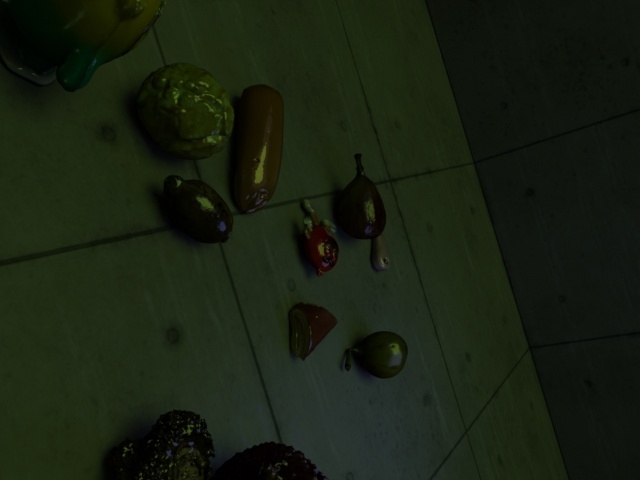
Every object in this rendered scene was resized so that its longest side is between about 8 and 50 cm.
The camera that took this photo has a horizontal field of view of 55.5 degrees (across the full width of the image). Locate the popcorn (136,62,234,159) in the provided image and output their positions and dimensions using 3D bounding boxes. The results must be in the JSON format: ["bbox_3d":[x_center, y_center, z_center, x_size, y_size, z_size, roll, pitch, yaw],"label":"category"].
[{"bbox_3d":[-0.294,-0.283,1.348,0.183,0.204,0.221,-71,147,-41],"label":"popcorn"}]

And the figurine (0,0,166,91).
[{"bbox_3d":[-0.430,-0.431,1.078,0.231,0.340,0.323,5,70,-54],"label":"figurine"}]

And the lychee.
[{"bbox_3d":[-0.101,0.529,1.202,0.264,0.264,0.300,-55,156,-50],"label":"lychee"}]

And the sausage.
[{"bbox_3d":[-0.160,-0.236,1.597,0.134,0.116,0.353,32,55,-58],"label":"sausage"}]

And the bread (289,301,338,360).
[{"bbox_3d":[-0.026,0.224,1.629,0.192,0.067,0.119,-44,113,-53],"label":"bread"}]

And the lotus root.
[{"bbox_3d":[-0.272,-0.066,1.350,0.209,0.120,0.120,48,41,-37],"label":"lotus root"}]

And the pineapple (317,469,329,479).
[{"bbox_3d":[-0.061,0.633,1.381,0.119,0.111,0.237,33,52,-2],"label":"pineapple"}]

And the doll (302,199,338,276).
[{"bbox_3d":[0.000,0.000,1.751,0.183,0.085,0.217,45,34,-38],"label":"doll"}]

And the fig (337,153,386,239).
[{"bbox_3d":[0.125,-0.136,1.917,0.170,0.146,0.274,-21,108,-57],"label":"fig"}]

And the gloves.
[{"bbox_3d":[-0.287,0.459,1.091,0.210,0.135,0.312,46,42,-36],"label":"gloves"}]

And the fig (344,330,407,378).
[{"bbox_3d":[0.163,0.341,1.824,0.142,0.187,0.147,111,-10,-69],"label":"fig"}]

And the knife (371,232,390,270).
[{"bbox_3d":[0.184,-0.054,2.094,0.081,0.043,0.335,17,56,-44],"label":"knife"}]
